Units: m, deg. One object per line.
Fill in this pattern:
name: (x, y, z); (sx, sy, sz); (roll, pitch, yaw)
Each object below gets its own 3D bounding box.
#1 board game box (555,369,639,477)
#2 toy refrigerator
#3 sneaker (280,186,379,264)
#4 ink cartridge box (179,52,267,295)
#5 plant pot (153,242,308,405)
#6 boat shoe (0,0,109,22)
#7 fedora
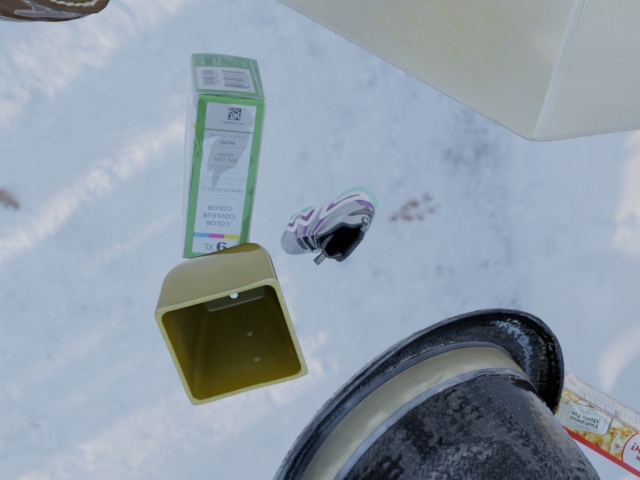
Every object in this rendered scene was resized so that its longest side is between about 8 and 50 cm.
board game box: (0.333, 0.212, 1.239); (0.045, 0.193, 0.147); (-62, 166, 8)
toy refrigerator: (0.071, -0.157, 0.633); (0.102, 0.269, 0.094); (-10, 124, -38)
sneaker: (0.000, 0.000, 0.866); (0.098, 0.069, 0.038); (-32, 115, 33)
ink cartridge box: (-0.092, -0.049, 0.966); (0.062, 0.109, 0.209); (3, 116, -10)
plant pot: (-0.060, 0.046, 0.727); (0.081, 0.083, 0.081); (-15, 121, 2)
boat shoe: (-0.207, -0.204, 0.524); (0.324, 0.120, 0.123); (31, 78, -52)
fedora: (0.118, 0.214, 0.891); (0.334, 0.152, 0.334); (-25, 134, -28)
